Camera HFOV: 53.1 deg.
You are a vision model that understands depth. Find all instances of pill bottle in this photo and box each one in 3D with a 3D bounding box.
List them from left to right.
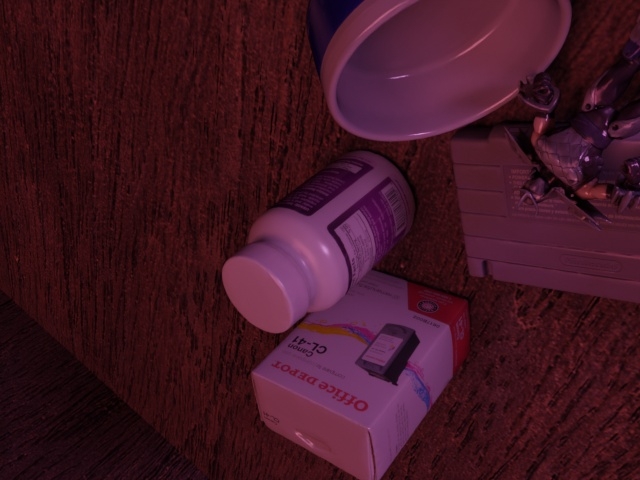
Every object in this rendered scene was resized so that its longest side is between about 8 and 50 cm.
[{"bbox_3d":[0.000,0.000,0.950,0.169,0.301,0.169,24,134,28],"label":"pill bottle"}]

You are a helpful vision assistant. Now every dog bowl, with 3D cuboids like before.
[{"bbox_3d":[0.121,-0.223,0.690,0.265,0.264,0.104,-45,55,50],"label":"dog bowl"}]

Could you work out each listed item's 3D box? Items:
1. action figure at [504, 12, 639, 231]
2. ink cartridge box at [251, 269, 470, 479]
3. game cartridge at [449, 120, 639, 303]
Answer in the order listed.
[{"bbox_3d":[0.302,-0.134,0.674,0.185,0.099,0.285,50,122,18],"label":"action figure"},{"bbox_3d":[0.074,0.196,1.030,0.226,0.306,0.131,17,131,32],"label":"ink cartridge box"},{"bbox_3d":[0.343,-0.036,0.799,0.355,0.068,0.230,9,121,38],"label":"game cartridge"}]
